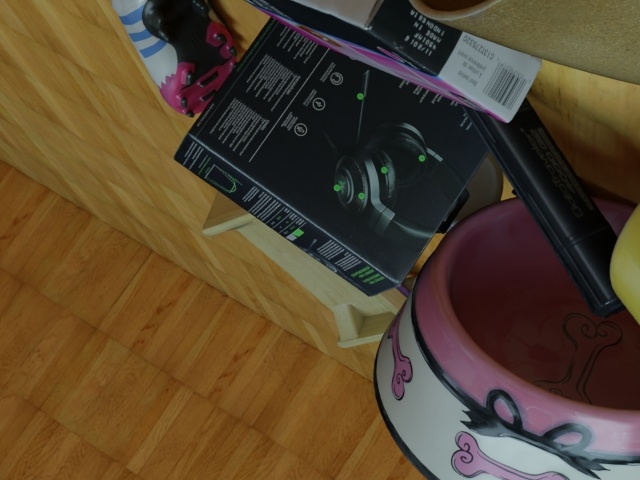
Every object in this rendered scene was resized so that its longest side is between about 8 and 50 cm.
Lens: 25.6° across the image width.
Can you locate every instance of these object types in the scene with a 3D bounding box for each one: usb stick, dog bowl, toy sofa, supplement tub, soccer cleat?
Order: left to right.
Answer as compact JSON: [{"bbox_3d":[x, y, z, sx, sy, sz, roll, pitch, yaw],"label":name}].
[{"bbox_3d":[-0.191,-0.278,1.775,0.143,0.116,0.331,47,169,19],"label":"soccer cleat"},{"bbox_3d":[0.000,0.000,2.247,0.150,0.177,0.362,-17,132,42],"label":"toy sofa"},{"bbox_3d":[0.128,-0.065,1.687,0.117,0.117,0.190,38,166,-16],"label":"supplement tub"},{"bbox_3d":[0.224,-0.050,1.377,0.045,0.077,0.278,-43,73,46],"label":"usb stick"},{"bbox_3d":[0.266,0.109,1.436,0.408,0.408,0.150,29,133,23],"label":"dog bowl"}]

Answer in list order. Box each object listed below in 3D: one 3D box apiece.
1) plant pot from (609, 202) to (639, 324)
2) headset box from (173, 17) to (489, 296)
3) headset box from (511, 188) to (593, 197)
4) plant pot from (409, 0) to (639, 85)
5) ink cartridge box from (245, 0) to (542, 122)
[{"bbox_3d":[0.393,0.051,1.227,0.239,0.254,0.254,45,176,37],"label":"plant pot"},{"bbox_3d":[0.035,-0.112,1.465,0.283,0.246,0.131,35,167,-5],"label":"headset box"},{"bbox_3d":[0.263,-0.052,1.590,0.062,0.032,0.083,36,166,-10],"label":"headset box"},{"bbox_3d":[0.221,-0.189,0.855,0.254,0.237,0.237,23,173,-25],"label":"plant pot"},{"bbox_3d":[0.001,-0.206,1.173,0.176,0.069,0.371,25,-174,-41],"label":"ink cartridge box"}]
